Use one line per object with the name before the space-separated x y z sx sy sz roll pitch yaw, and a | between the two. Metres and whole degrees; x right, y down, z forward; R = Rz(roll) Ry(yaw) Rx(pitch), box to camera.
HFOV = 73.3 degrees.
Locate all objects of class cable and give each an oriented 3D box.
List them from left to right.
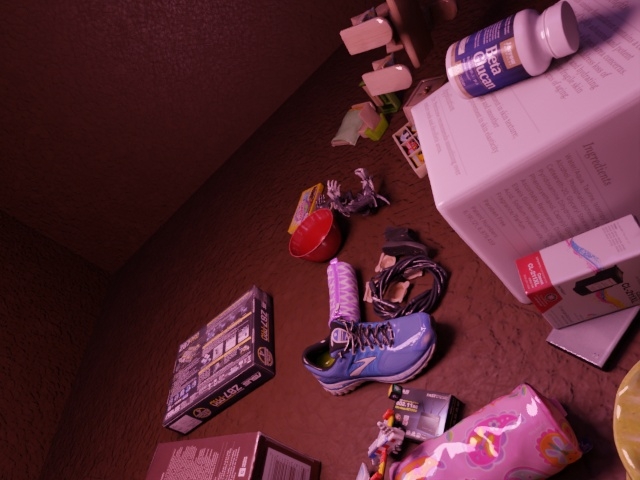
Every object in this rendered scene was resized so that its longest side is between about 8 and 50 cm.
cable | 0.199 0.109 0.985 0.184 0.047 0.151 -19 43 19

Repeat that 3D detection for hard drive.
hard drive | 0.446 0.131 0.695 0.135 0.022 0.094 -53 30 -6

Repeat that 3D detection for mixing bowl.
mixing bowl | 0.000 0.000 1.348 0.181 0.098 0.182 -34 34 27

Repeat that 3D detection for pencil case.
pencil case | 0.056 0.147 1.122 0.086 0.088 0.206 -33 33 23
pencil case | 0.243 0.331 0.651 0.284 0.124 0.124 -41 31 14

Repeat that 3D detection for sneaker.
sneaker | 0.094 0.233 0.919 0.330 0.147 0.130 -31 35 27
sneaker | 0.219 -0.001 1.098 0.170 0.051 0.089 1 43 52

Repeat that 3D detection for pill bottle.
pill bottle | 0.286 -0.285 0.649 0.169 0.094 0.094 -8 50 48

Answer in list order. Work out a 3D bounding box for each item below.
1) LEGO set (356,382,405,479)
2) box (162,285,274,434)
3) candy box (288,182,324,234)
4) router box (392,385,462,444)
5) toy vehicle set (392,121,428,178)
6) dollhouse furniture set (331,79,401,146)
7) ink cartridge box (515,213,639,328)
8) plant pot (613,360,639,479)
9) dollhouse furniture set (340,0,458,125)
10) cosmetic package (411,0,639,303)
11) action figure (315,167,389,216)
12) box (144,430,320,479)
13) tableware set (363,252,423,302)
LEGO set | 0.086 0.369 0.732 0.182 0.060 0.244 75 -143 -86
box | -0.315 0.370 1.352 0.395 0.097 0.318 -38 34 18
candy box | -0.054 -0.120 1.623 0.105 0.027 0.206 -23 39 43
router box | 0.190 0.327 0.795 0.122 0.038 0.092 -11 47 47
toy vehicle set | 0.330 -0.315 1.330 0.166 0.035 0.267 -38 32 18
dollhouse furniture set | 0.132 -0.495 1.674 0.301 0.151 0.198 13 66 57
ink cartridge box | 0.418 0.054 0.664 0.175 0.127 0.072 -29 37 31
plant pot | 0.415 0.222 0.404 0.276 0.254 0.276 -34 33 26
dollhouse furniture set | 0.315 -0.542 1.198 0.256 0.394 0.362 3 51 43
cosmetic package | 0.425 -0.161 0.747 0.393 0.327 0.330 -31 35 29
action figure | 0.093 -0.141 1.330 0.164 0.141 0.275 -22 9 -32
box | -0.204 0.528 0.939 0.381 0.191 0.143 -25 38 34
tableware set | 0.181 0.096 1.082 0.168 0.020 0.141 -2 54 52
